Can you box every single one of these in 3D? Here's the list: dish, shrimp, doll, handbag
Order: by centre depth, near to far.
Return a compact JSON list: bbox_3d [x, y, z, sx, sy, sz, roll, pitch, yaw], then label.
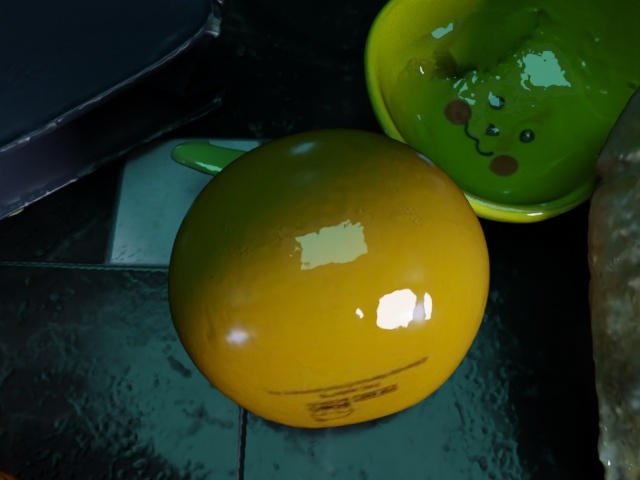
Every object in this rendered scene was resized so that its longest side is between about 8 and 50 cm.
[{"bbox_3d":[0.274,0.090,0.397,0.221,0.110,0.446,6,88,-7],"label":"shrimp"},{"bbox_3d":[0.000,0.000,0.429,0.213,0.213,0.236,-10,55,-4],"label":"doll"},{"bbox_3d":[0.165,-0.122,0.514,0.262,0.108,0.221,-31,73,-9],"label":"dish"},{"bbox_3d":[-0.279,-0.182,0.529,0.329,0.122,0.303,-32,74,-12],"label":"handbag"}]

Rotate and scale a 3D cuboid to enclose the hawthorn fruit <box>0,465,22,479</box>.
[{"bbox_3d":[-0.282,0.236,0.203,0.471,0.472,0.472,0,70,0],"label":"hawthorn fruit"}]
